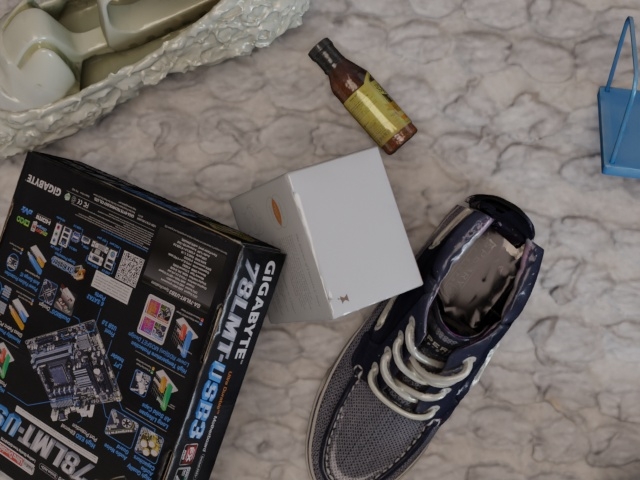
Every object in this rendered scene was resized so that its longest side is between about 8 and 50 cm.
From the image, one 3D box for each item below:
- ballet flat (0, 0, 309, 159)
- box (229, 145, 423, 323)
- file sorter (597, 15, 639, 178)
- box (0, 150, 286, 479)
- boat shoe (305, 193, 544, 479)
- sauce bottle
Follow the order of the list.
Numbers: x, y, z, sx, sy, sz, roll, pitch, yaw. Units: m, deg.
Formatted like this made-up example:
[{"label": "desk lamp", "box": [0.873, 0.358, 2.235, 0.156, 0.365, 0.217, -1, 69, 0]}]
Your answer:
[{"label": "ballet flat", "box": [-0.207, -0.202, 0.977, 0.408, 0.147, 0.147, -24, 90, 5]}, {"label": "box", "box": [0.000, 0.000, 0.940, 0.091, 0.170, 0.130, -19, 92, -22]}, {"label": "file sorter", "box": [0.344, -0.124, 0.922, 0.170, 0.118, 0.104, 7, 135, 5]}, {"label": "box", "box": [-0.203, 0.096, 0.960, 0.295, 0.073, 0.293, 22, 96, 34]}, {"label": "boat shoe", "box": [0.086, 0.108, 0.953, 0.127, 0.158, 0.341, 29, 94, 3]}, {"label": "sauce bottle", "box": [0.039, -0.141, 1.004, 0.042, 0.042, 0.128, -41, 90, 6]}]
